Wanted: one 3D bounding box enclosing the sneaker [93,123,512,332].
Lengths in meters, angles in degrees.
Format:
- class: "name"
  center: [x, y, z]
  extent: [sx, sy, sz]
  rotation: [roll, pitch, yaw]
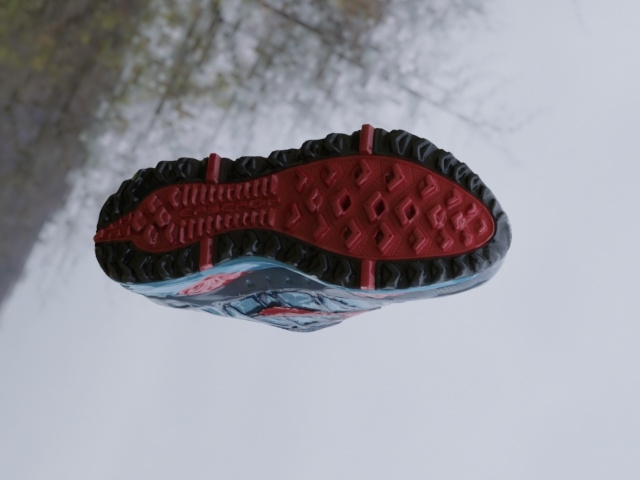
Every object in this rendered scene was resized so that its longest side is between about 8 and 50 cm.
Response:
- class: "sneaker"
  center: [0.000, 0.000, 1.110]
  extent: [0.262, 0.125, 0.104]
  rotation: [1, -112, 25]
